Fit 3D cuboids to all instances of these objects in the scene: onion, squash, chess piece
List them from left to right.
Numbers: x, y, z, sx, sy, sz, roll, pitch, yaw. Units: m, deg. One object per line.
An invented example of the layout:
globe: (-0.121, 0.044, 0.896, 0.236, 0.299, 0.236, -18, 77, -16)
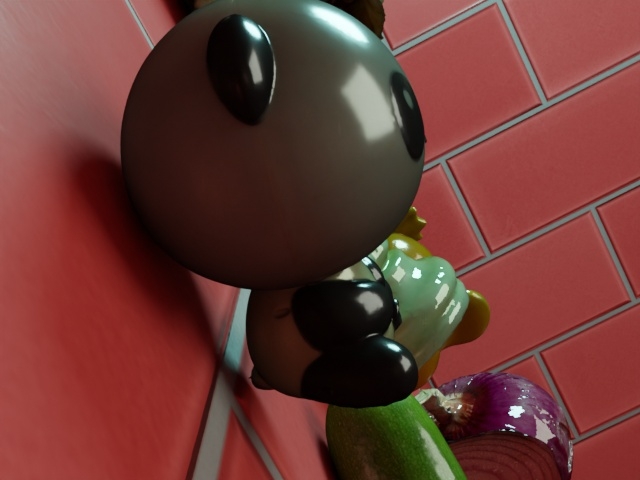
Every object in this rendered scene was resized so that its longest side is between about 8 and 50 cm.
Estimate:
chess piece: (0.000, 0.000, 0.837, 0.298, 0.175, 0.176, 49, 7, -8)
squash: (0.101, 0.265, 0.605, 0.379, 0.101, 0.101, 67, 6, 26)
onion: (0.271, 0.317, 1.331, 0.230, 0.256, 0.272, -69, 156, -64)

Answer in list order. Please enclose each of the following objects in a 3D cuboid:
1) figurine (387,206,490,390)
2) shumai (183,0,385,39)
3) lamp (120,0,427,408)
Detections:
figurine: (0.105, 0.092, 1.125, 0.228, 0.215, 0.215, 53, -3, 43)
shumai: (-0.079, -0.367, 1.198, 0.395, 0.395, 0.348, 58, 28, -45)
lamp: (-0.017, -0.026, 0.500, 0.198, 0.197, 0.244, -103, 173, -72)
